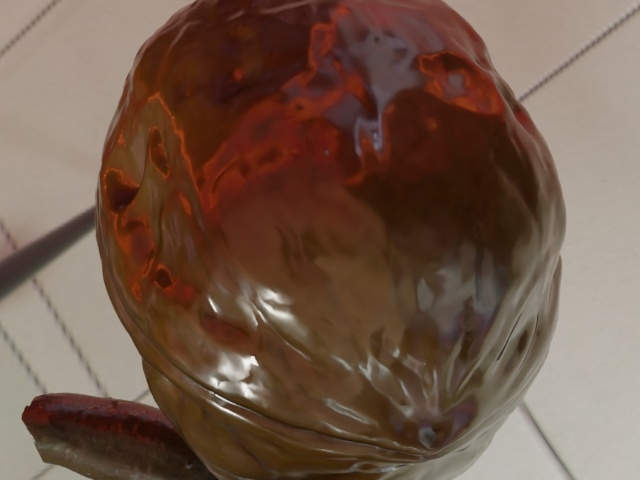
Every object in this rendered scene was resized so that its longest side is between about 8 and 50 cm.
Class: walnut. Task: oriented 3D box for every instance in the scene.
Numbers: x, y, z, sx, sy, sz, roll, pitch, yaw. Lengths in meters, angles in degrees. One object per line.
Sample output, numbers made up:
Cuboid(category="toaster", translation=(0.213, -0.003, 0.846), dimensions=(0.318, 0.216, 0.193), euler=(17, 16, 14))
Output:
Cuboid(category="walnut", translation=(0.000, 0.000, 1.071), dimensions=(0.398, 0.308, 0.354), euler=(-119, 20, -46))

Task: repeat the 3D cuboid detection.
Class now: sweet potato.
Cuboid(category="sweet potato", translation=(-0.129, 0.179, 1.264), dimensions=(0.244, 0.077, 0.077), euler=(18, 105, -8))
